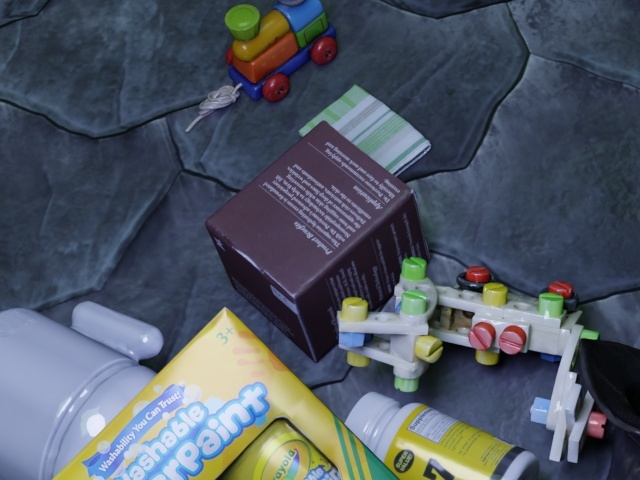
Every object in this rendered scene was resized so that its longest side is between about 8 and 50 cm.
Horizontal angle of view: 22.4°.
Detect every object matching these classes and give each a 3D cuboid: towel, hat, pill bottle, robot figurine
[{"bbox_3d":[0.059,-0.133,2.144,0.113,0.023,0.152,-38,57,-15],"label":"towel"},{"bbox_3d":[0.386,0.235,1.739,0.331,0.331,0.134,40,112,29],"label":"hat"},{"bbox_3d":[0.130,0.256,1.823,0.208,0.119,0.119,22,65,24],"label":"pill bottle"},{"bbox_3d":[-0.308,0.209,1.894,0.353,0.200,0.300,23,71,24],"label":"robot figurine"}]

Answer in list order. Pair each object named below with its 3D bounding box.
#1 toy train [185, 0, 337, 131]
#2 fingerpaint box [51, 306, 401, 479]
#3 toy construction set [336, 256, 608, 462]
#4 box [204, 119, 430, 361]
[{"bbox_3d":[-0.098,-0.257,2.177,0.248,0.143,0.105,-39,59,-13],"label":"toy train"},{"bbox_3d":[-0.121,0.357,1.670,0.445,0.163,0.371,-44,83,-5],"label":"fingerpaint box"},{"bbox_3d":[0.193,0.120,1.859,0.327,0.151,0.215,25,25,13],"label":"toy construction set"},{"bbox_3d":[0.000,0.000,1.981,0.203,0.167,0.168,-41,60,-14],"label":"box"}]
